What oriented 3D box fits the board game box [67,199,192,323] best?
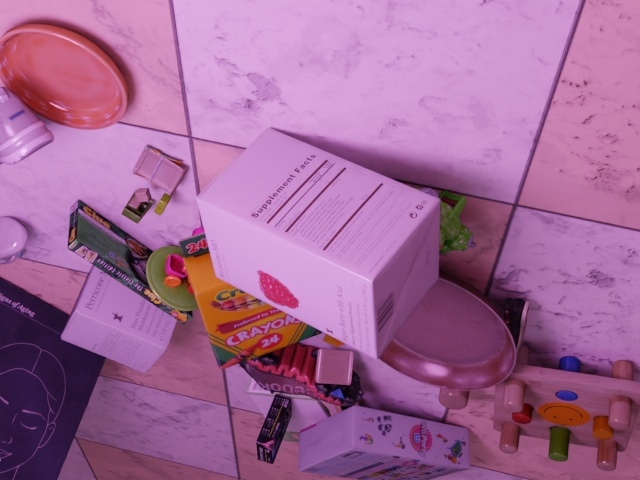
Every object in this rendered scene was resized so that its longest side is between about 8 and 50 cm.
[{"bbox_3d":[-0.336,0.040,1.659,0.030,0.136,0.259,-41,121,17],"label":"board game box"}]

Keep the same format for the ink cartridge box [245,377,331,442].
[{"bbox_3d":[-0.049,0.384,2.099,0.171,0.056,0.235,1,144,23],"label":"ink cartridge box"}]

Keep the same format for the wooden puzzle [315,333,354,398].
[{"bbox_3d":[0.028,0.247,1.831,0.078,0.116,0.014,14,174,-14],"label":"wooden puzzle"}]

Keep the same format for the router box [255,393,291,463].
[{"bbox_3d":[-0.099,0.404,1.993,0.038,0.122,0.092,17,146,10],"label":"router box"}]

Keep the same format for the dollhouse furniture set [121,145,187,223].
[{"bbox_3d":[-0.271,-0.097,1.523,0.076,0.059,0.152,31,126,-8],"label":"dollhouse furniture set"}]

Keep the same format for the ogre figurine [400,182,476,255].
[{"bbox_3d":[0.150,-0.035,1.373,0.118,0.097,0.197,8,135,46],"label":"ogre figurine"}]

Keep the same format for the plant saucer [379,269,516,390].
[{"bbox_3d":[0.192,0.144,1.608,0.310,0.050,0.311,19,143,15],"label":"plant saucer"}]

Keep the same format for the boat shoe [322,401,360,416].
[{"bbox_3d":[0.054,0.356,2.008,0.059,0.063,0.170,-2,142,36],"label":"boat shoe"}]

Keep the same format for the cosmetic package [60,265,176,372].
[{"bbox_3d":[-0.376,0.135,1.792,0.183,0.151,0.151,25,146,-14],"label":"cosmetic package"}]

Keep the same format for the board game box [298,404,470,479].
[{"bbox_3d":[0.137,0.451,2.015,0.303,0.098,0.224,17,149,-27],"label":"board game box"}]

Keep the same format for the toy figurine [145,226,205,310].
[{"bbox_3d":[-0.190,0.038,1.619,0.173,0.130,0.159,23,138,-29],"label":"toy figurine"}]

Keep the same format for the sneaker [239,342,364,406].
[{"bbox_3d":[-0.049,0.267,1.891,0.276,0.098,0.135,25,146,-9],"label":"sneaker"}]

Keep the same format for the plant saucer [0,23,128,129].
[{"bbox_3d":[-0.369,-0.240,1.345,0.199,0.037,0.200,11,146,7],"label":"plant saucer"}]

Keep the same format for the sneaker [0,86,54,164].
[{"bbox_3d":[-0.501,-0.178,1.437,0.281,0.105,0.115,-5,117,50],"label":"sneaker"}]

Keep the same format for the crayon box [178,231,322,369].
[{"bbox_3d":[-0.112,0.086,1.583,0.202,0.081,0.319,-19,145,-8],"label":"crayon box"}]

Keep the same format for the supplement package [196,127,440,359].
[{"bbox_3d":[0.000,0.000,1.316,0.292,0.175,0.178,25,145,26],"label":"supplement package"}]

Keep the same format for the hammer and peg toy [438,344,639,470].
[{"bbox_3d":[0.393,0.300,1.717,0.361,0.127,0.266,8,146,13],"label":"hammer and peg toy"}]

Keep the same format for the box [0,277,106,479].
[{"bbox_3d":[-0.771,0.333,1.963,0.480,0.472,0.297,35,144,-26],"label":"box"}]

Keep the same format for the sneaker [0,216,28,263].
[{"bbox_3d":[-0.607,0.011,1.797,0.212,0.080,0.094,-8,152,43],"label":"sneaker"}]

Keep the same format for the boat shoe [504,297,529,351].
[{"bbox_3d":[0.331,0.143,1.590,0.042,0.049,0.133,12,145,17],"label":"boat shoe"}]
